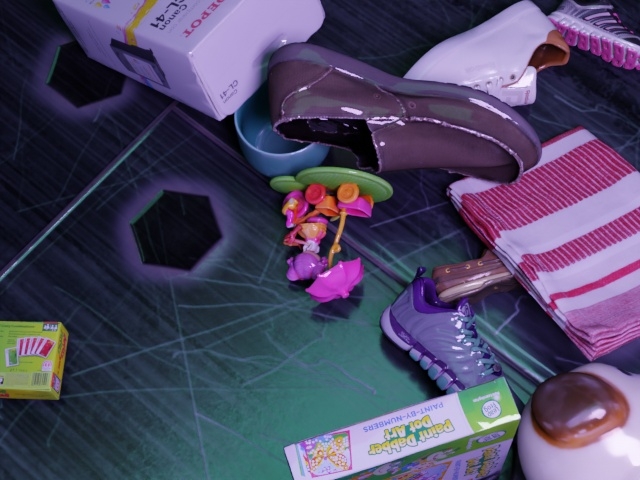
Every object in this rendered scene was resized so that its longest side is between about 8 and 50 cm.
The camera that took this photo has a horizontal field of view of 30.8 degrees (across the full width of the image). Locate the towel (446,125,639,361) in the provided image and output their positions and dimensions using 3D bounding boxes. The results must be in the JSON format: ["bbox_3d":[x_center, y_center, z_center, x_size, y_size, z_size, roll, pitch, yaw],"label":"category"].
[{"bbox_3d":[0.339,-0.013,1.464,0.237,0.037,0.329,-24,49,-16],"label":"towel"}]

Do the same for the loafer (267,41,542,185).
[{"bbox_3d":[0.097,-0.130,1.474,0.366,0.134,0.130,16,65,0],"label":"loafer"}]

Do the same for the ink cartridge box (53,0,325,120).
[{"bbox_3d":[-0.183,-0.323,1.595,0.306,0.131,0.226,26,66,37],"label":"ink cartridge box"}]

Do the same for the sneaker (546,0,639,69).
[{"bbox_3d":[0.406,-0.300,1.638,0.170,0.063,0.075,27,76,19],"label":"sneaker"}]

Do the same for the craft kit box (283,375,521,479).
[{"bbox_3d":[0.091,0.247,1.305,0.246,0.250,0.061,-20,66,-5],"label":"craft kit box"}]

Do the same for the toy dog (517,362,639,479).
[{"bbox_3d":[0.359,0.329,1.271,0.395,0.284,0.408,-23,64,12],"label":"toy dog"}]

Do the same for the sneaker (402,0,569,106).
[{"bbox_3d":[0.219,-0.218,1.587,0.290,0.106,0.123,-35,66,-14],"label":"sneaker"}]

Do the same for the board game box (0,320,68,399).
[{"bbox_3d":[-0.422,0.152,1.487,0.181,0.043,0.092,2,65,3],"label":"board game box"}]

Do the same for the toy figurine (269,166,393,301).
[{"bbox_3d":[0.000,0.000,1.509,0.173,0.130,0.159,1,74,27],"label":"toy figurine"}]

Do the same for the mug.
[{"bbox_3d":[-0.039,-0.157,1.578,0.158,0.097,0.129,-42,70,-16],"label":"mug"}]

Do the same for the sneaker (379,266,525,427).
[{"bbox_3d":[0.176,0.132,1.424,0.223,0.083,0.098,40,114,18],"label":"sneaker"}]

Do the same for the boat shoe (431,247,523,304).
[{"bbox_3d":[0.228,0.034,1.495,0.178,0.064,0.060,-18,68,-2],"label":"boat shoe"}]
